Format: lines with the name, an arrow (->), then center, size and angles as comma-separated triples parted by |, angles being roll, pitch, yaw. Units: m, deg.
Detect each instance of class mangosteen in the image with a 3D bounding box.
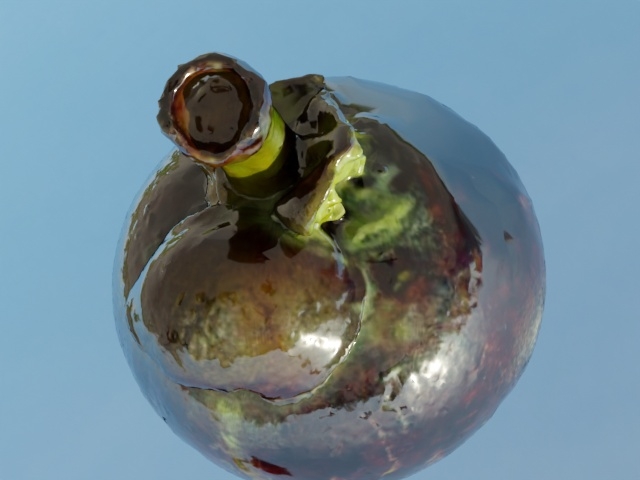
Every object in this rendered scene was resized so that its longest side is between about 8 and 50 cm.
mangosteen -> 0.000, 0.000, 0.641 | 0.231, 0.289, 0.231 | -3, -123, 5
